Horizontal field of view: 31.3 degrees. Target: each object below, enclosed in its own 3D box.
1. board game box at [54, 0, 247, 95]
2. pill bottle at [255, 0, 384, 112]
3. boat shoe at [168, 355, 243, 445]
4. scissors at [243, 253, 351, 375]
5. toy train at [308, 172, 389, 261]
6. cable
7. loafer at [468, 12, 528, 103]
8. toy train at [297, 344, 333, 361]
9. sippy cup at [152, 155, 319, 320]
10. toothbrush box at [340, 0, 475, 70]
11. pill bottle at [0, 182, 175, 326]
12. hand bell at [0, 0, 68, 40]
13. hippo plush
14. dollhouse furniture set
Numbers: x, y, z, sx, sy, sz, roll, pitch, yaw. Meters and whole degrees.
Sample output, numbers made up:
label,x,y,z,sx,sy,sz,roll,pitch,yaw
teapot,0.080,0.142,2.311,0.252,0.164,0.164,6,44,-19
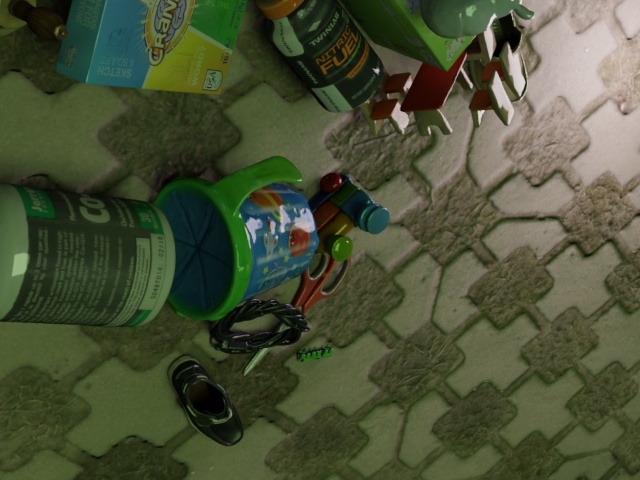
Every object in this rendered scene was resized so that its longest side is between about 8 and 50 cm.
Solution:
label,x,y,z,sx,sy,sz,roll,pitch,yaw
board game box,-0.232,-0.343,1.684,0.317,0.064,0.242,-7,118,-58
pill bottle,-0.007,-0.333,1.886,0.130,0.130,0.245,-49,131,-6
boat shoe,-0.201,0.311,2.097,0.084,0.079,0.233,-41,132,-16
scissors,-0.040,0.140,2.169,0.109,0.021,0.297,24,96,-41
toy train,0.000,0.000,2.047,0.248,0.143,0.105,-43,130,-12
cable,-0.104,0.151,2.069,0.185,0.047,0.150,1,141,-21
loafer,0.334,-0.354,2.156,0.102,0.092,0.268,-43,130,-12
toy train,-0.011,0.223,2.235,0.083,0.017,0.023,-7,127,-34
sippy cup,-0.134,-0.001,1.909,0.224,0.306,0.240,-12,90,-45
toothbrush box,0.114,-0.430,1.877,0.122,0.206,0.283,-52,131,-5
pill bottle,-0.418,0.023,1.707,0.361,0.204,0.204,6,108,-39
hand bell,-0.397,-0.305,1.533,0.126,0.242,0.126,-17,122,-30
hippo plush,0.222,-0.442,1.719,0.294,0.234,0.236,-36,154,-13
dollhouse furniture set,0.215,-0.311,1.998,0.135,0.262,0.259,60,42,-37
